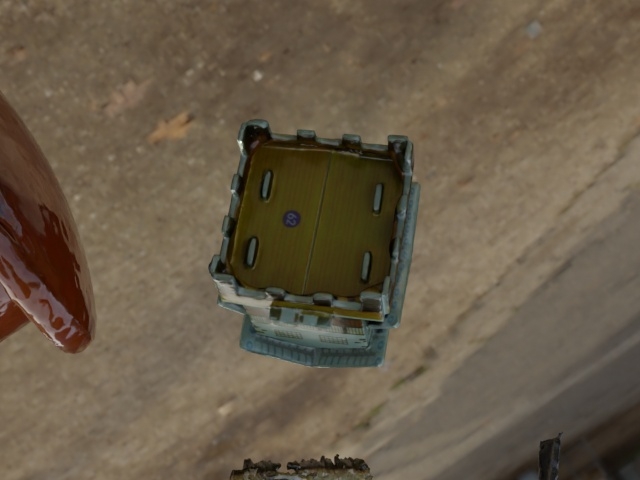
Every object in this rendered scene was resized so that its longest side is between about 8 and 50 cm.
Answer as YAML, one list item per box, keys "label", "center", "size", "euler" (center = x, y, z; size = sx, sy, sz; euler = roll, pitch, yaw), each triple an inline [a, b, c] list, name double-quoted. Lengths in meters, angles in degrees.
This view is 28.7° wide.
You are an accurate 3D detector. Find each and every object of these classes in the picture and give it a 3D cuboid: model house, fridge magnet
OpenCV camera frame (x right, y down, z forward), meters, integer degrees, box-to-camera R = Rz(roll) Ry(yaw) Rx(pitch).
- label: "model house"
  center: [0.000, 0.000, 1.333]
  size: [0.198, 0.224, 0.215]
  euler: [7, 159, 6]
- label: "fridge magnet"
  center: [-0.310, -0.051, 1.044]
  size: [0.155, 0.363, 0.363]
  euler: [-34, 163, -7]

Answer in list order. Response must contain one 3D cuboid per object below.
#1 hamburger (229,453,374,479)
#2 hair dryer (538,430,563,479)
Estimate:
- label: "hamburger"
  center: [-0.070, 0.410, 1.399]
  size: [0.287, 0.268, 0.445]
  euler: [-27, 163, 18]
- label: "hair dryer"
  center: [0.119, 0.274, 0.873]
  size: [0.304, 0.120, 0.359]
  euler: [61, 40, -45]
